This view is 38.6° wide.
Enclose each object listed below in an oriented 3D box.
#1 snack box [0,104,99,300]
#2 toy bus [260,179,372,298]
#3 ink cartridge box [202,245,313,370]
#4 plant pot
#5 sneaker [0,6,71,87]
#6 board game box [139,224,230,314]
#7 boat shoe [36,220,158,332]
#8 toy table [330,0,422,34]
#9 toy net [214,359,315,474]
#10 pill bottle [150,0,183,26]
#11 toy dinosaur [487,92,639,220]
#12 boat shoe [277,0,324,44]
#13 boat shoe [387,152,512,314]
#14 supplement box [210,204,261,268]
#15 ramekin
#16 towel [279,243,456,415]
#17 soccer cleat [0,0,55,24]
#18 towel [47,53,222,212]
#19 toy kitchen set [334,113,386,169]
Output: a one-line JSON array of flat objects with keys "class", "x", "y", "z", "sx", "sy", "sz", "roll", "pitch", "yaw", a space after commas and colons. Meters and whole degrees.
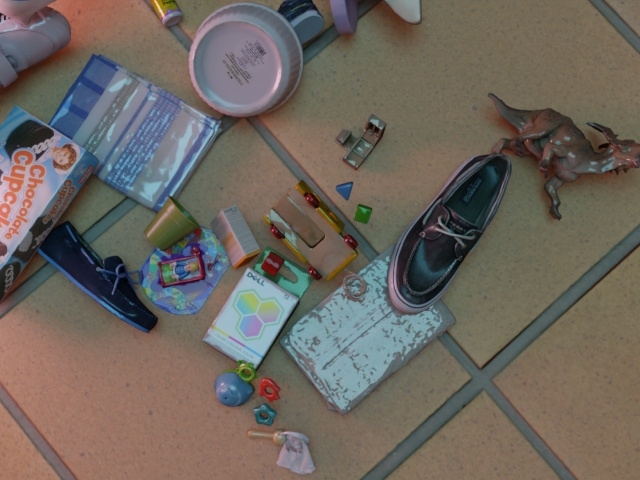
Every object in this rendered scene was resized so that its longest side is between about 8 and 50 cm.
[{"class": "snack box", "x": -0.559, "y": -0.062, "z": 1.618, "sx": 0.187, "sy": 0.060, "sz": 0.322, "roll": 31, "pitch": 82, "yaw": 21}, {"class": "toy bus", "x": -0.004, "y": -0.012, "z": 1.624, "sx": 0.191, "sy": 0.104, "sz": 0.202, "roll": 4, "pitch": 103, "yaw": 6}, {"class": "ink cartridge box", "x": -0.107, "y": 0.119, "z": 1.624, "sx": 0.109, "sy": 0.062, "sz": 0.209, "roll": 32, "pitch": 81, "yaw": 5}, {"class": "plant pot", "x": -0.271, "y": -0.025, "z": 1.631, "sx": 0.079, "sy": 0.083, "sz": 0.083, "roll": -43, "pitch": 84, "yaw": 2}, {"class": "sneaker", "x": -0.608, "y": -0.276, "z": 1.620, "sx": 0.365, "sy": 0.137, "sz": 0.210, "roll": -18, "pitch": 63, "yaw": 1}, {"class": "board game box", "x": -0.248, "y": 0.048, "z": 1.648, "sx": 0.133, "sy": 0.033, "sz": 0.169, "roll": 33, "pitch": 81, "yaw": 4}, {"class": "boat shoe", "x": -0.383, "y": 0.059, "z": 1.607, "sx": 0.258, "sy": 0.109, "sz": 0.089, "roll": 39, "pitch": 81, "yaw": 3}, {"class": "toy table", "x": 0.101, "y": -0.520, "z": 1.658, "sx": 0.160, "sy": 0.252, "sz": 0.274, "roll": -2, "pitch": 104, "yaw": 13}, {"class": "toy net", "x": -0.081, "y": 0.305, "z": 1.587, "sx": 0.232, "sy": 0.045, "sz": 0.122, "roll": 45, "pitch": 116, "yaw": -4}, {"class": "pill bottle", "x": -0.296, "y": -0.449, "z": 1.725, "sx": 0.043, "sy": 0.043, "sz": 0.083, "roll": -28, "pitch": 82, "yaw": -6}, {"class": "toy dinosaur", "x": 0.441, "y": -0.181, "z": 1.664, "sx": 0.200, "sy": 0.127, "sz": 0.295, "roll": -41, "pitch": 71, "yaw": -15}, {"class": "boat shoe", "x": -0.081, "y": -0.388, "z": 1.717, "sx": 0.183, "sy": 0.065, "sz": 0.083, "roll": -29, "pitch": 48, "yaw": 10}, {"class": "boat shoe", "x": 0.225, "y": -0.026, "z": 1.603, "sx": 0.121, "sy": 0.119, "sz": 0.335, "roll": 31, "pitch": 73, "yaw": -4}, {"class": "supplement box", "x": -0.153, "y": -0.006, "z": 1.641, "sx": 0.036, "sy": 0.062, "sz": 0.098, "roll": -23, "pitch": 81, "yaw": -33}, {"class": "ramekin", "x": -0.138, "y": -0.317, "z": 1.631, "sx": 0.207, "sy": 0.109, "sz": 0.207, "roll": 2, "pitch": 109, "yaw": 6}, {"class": "towel", "x": 0.084, "y": 0.160, "z": 1.630, "sx": 0.282, "sy": 0.049, "sz": 0.187, "roll": -38, "pitch": 84, "yaw": -8}, {"class": "soccer cleat", "x": -0.436, "y": -0.507, "z": 1.564, "sx": 0.116, "sy": 0.143, "sz": 0.331, "roll": 43, "pitch": 80, "yaw": 12}, {"class": "towel", "x": -0.350, "y": -0.198, "z": 1.688, "sx": 0.285, "sy": 0.034, "sz": 0.209, "roll": 30, "pitch": 83, "yaw": 6}, {"class": "toy kitchen set", "x": 0.066, "y": -0.190, "z": 1.673, "sx": 0.068, "sy": 0.075, "sz": 0.083, "roll": 36, "pitch": 77, "yaw": 6}]
